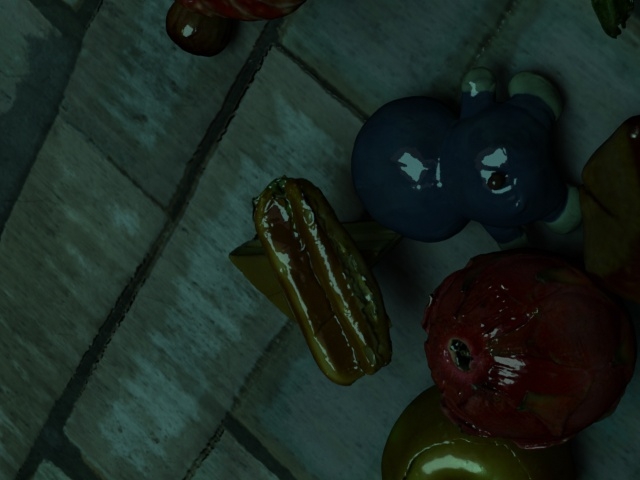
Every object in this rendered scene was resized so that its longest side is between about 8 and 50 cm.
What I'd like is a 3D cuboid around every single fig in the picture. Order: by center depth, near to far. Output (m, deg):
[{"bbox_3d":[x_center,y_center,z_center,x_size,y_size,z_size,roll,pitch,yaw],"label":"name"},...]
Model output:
[{"bbox_3d":[-0.144,-0.301,1.677,0.089,0.089,0.125,31,105,19],"label":"fig"}]

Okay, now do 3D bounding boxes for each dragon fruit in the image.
[{"bbox_3d":[0.237,0.117,1.485,0.241,0.252,0.241,-28,49,37],"label":"dragon fruit"}]

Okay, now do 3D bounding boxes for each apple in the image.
[{"bbox_3d":[0.190,0.285,1.616,0.237,0.207,0.237,13,118,26],"label":"apple"}]

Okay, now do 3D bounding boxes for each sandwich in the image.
[{"bbox_3d":[0.000,0.000,1.676,0.144,0.117,0.187,47,128,4],"label":"sandwich"}]

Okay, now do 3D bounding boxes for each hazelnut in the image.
[{"bbox_3d":[0.384,-0.030,1.393,0.181,0.181,0.212,43,131,47],"label":"hazelnut"}]

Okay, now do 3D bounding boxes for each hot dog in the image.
[{"bbox_3d":[0.007,0.045,1.576,0.115,0.072,0.269,-17,100,35],"label":"hot dog"}]

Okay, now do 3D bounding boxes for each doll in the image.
[{"bbox_3d":[0.160,-0.083,1.532,0.258,0.154,0.228,0,113,41],"label":"doll"}]

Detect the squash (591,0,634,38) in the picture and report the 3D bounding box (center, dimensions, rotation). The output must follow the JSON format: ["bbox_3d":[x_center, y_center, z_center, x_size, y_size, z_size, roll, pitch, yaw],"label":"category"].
[{"bbox_3d":[0.246,-0.355,1.269,0.094,0.094,0.341,-1,113,34],"label":"squash"}]

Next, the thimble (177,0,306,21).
[{"bbox_3d":[-0.106,-0.428,1.435,0.350,0.230,0.350,28,154,16],"label":"thimble"}]
